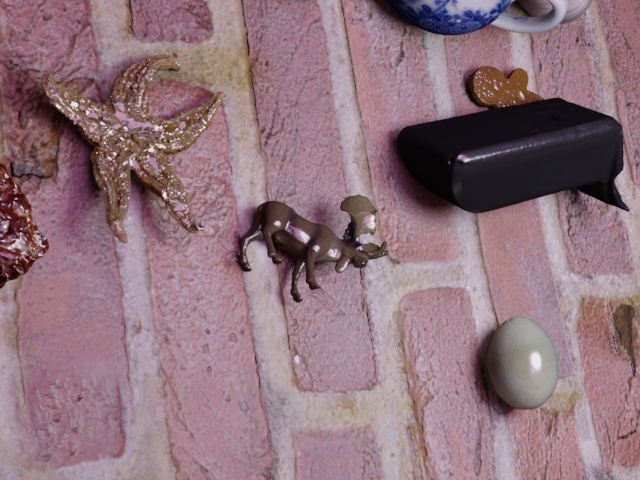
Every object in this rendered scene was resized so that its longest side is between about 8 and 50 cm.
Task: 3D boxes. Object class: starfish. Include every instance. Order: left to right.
[{"bbox_3d":[-0.253,-0.132,1.625,0.299,0.060,0.302,3,67,-37],"label":"starfish"}]

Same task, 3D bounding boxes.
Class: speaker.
[{"bbox_3d":[0.335,-0.116,1.921,0.388,0.180,0.184,-12,115,-25],"label":"speaker"}]

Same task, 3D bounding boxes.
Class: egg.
[{"bbox_3d":[0.325,0.196,1.845,0.114,0.114,0.152,8,70,-30],"label":"egg"}]

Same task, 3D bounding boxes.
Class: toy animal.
[{"bbox_3d":[0.000,0.000,1.721,0.214,0.094,0.186,32,52,-10],"label":"toy animal"}]

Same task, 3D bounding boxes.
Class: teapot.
[{"bbox_3d":[0.236,-0.477,1.902,0.424,0.280,0.252,32,62,-21],"label":"teapot"}]

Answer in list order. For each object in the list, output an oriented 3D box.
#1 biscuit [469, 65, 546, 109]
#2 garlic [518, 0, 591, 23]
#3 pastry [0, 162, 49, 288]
[{"bbox_3d":[0.345,-0.242,2.044,0.205,0.031,0.138,28,68,-24],"label":"biscuit"},{"bbox_3d":[0.415,-0.513,2.058,0.257,0.207,0.207,38,58,-27],"label":"garlic"},{"bbox_3d":[-0.438,-0.040,1.463,0.115,0.097,0.208,-28,89,-45],"label":"pastry"}]
